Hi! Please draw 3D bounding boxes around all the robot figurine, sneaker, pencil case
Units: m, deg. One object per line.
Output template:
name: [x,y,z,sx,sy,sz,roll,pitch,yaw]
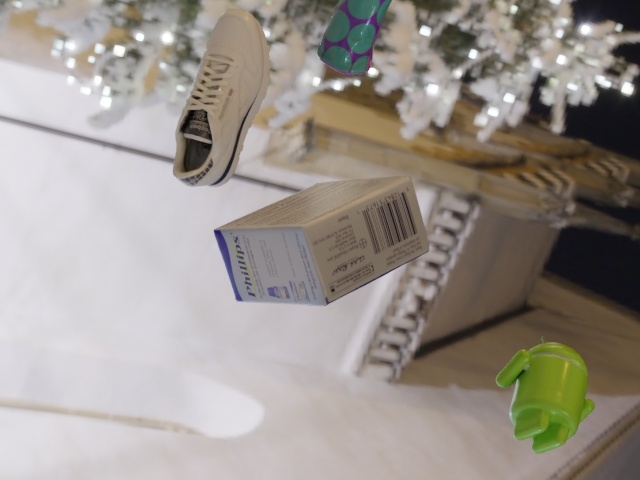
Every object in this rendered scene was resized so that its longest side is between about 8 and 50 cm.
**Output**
robot figurine: [0.222,0.148,1.119,0.067,0.101,0.115,-37,-157,47]
sneaker: [-0.130,-0.181,1.470,0.090,0.095,0.235,14,-85,22]
pencil case: [0.054,-0.273,1.369,0.064,0.070,0.152,-63,177,-71]

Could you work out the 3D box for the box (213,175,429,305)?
box: [0.000,0.000,1.004,0.137,0.126,0.072,0,-69,53]
